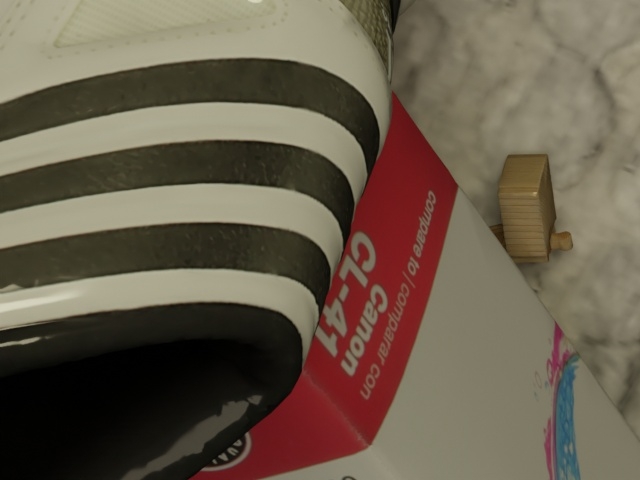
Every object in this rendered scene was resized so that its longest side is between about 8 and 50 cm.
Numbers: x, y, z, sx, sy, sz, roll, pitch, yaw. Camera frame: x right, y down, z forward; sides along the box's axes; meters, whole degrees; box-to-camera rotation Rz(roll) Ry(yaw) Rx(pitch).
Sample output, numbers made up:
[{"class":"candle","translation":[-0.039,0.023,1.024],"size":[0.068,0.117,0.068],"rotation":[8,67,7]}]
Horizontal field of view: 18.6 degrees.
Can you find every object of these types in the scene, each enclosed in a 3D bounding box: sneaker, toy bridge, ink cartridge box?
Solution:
[{"class":"sneaker","translation":[-0.203,-0.022,0.529],"size":[0.447,0.257,0.169],"rotation":[0,139,15]},{"class":"toy bridge","translation":[0.000,0.000,0.725],"size":[0.188,0.026,0.063],"rotation":[1,128,17]},{"class":"ink cartridge box","translation":[-0.012,0.102,0.715],"size":[0.226,0.131,0.306],"rotation":[-17,124,33]}]
